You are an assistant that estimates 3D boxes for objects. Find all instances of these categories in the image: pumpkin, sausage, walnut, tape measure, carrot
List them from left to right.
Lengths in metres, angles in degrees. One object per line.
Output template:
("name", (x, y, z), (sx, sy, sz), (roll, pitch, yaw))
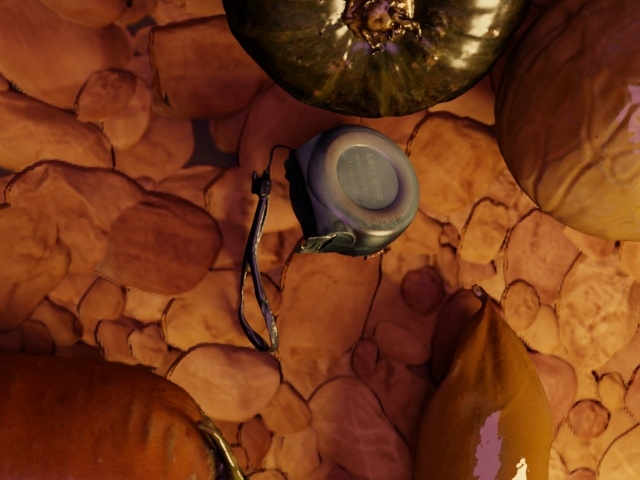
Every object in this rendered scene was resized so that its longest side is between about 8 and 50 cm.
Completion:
("carrot", (-0.175, 0.184, 1.194), (0.331, 0.214, 0.193), (9, 103, -14))
("tape measure", (-0.002, -0.003, 1.263), (0.107, 0.104, 0.180), (-2, 141, -32))
("pumpkin", (0.040, -0.191, 1.155), (0.223, 0.157, 0.224), (-3, 124, -4))
("sausage", (0.124, 0.199, 1.300), (0.112, 0.112, 0.328), (4, 101, -10))
("walnut", (0.232, -0.107, 1.188), (0.221, 0.195, 0.195), (-44, 106, 6))
